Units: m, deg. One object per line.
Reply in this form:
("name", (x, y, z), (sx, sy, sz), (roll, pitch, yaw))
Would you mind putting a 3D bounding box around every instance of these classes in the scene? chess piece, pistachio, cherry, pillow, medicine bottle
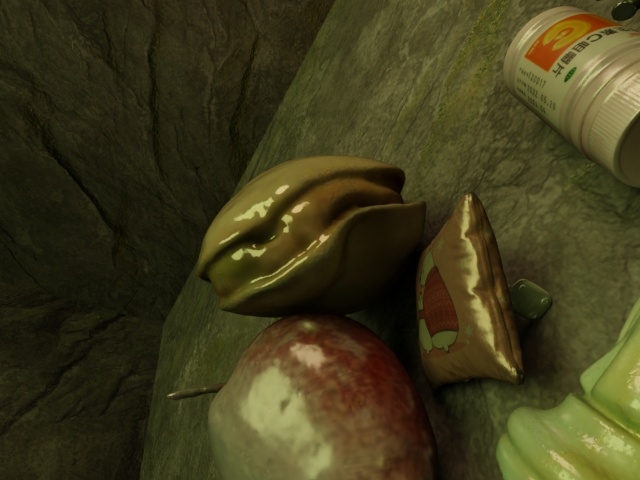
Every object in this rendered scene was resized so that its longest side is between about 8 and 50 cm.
("chess piece", (0.287, 0.106, 0.337), (0.298, 0.175, 0.176), (-61, 25, 3))
("pistachio", (0.000, 0.000, 0.733), (0.365, 0.445, 0.282), (-32, 81, 29))
("cherry", (-0.003, 0.284, 0.612), (0.326, 0.291, 0.335), (-54, 52, 23))
("pillow", (0.182, 0.084, 0.570), (0.236, 0.084, 0.223), (100, 168, -67))
("medicine bottle", (0.332, -0.180, 0.507), (0.133, 0.133, 0.250), (-51, 30, 31))

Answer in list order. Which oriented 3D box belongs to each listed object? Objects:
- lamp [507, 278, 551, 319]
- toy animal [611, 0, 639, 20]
("lamp", (0.248, 0.046, 0.619), (0.050, 0.056, 0.198), (-62, 15, 15))
("toy animal", (0.430, -0.323, 0.429), (0.269, 0.082, 0.137), (-13, 26, 47))
